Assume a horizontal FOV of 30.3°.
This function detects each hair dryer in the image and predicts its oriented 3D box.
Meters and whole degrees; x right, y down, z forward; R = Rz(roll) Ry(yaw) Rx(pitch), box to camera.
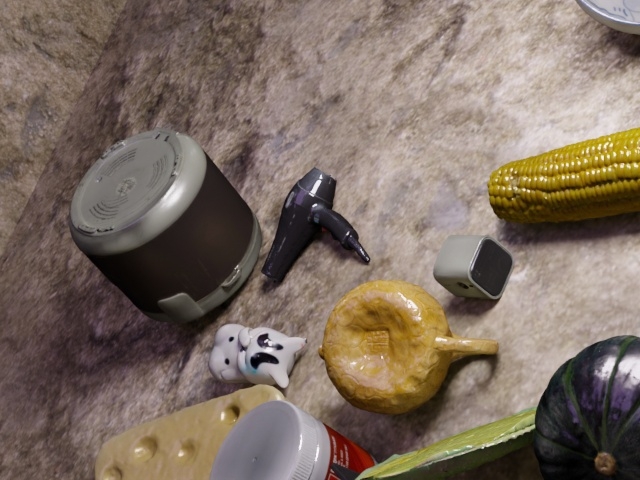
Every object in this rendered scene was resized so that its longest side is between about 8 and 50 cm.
[{"bbox_3d":[0.000,0.000,2.188,0.271,0.091,0.236,32,95,55],"label":"hair dryer"}]

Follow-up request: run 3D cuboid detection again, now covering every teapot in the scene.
[{"bbox_3d":[0.127,0.162,1.797,0.311,0.167,0.203,-5,81,29],"label":"teapot"}]

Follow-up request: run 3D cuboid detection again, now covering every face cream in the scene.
[{"bbox_3d":[-0.034,0.365,1.759,0.201,0.187,0.201,-33,36,29],"label":"face cream"}]

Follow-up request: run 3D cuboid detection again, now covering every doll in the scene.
[{"bbox_3d":[-0.122,0.206,2.109,0.180,0.107,0.110,-6,63,51],"label":"doll"}]

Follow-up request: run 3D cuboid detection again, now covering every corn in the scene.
[{"bbox_3d":[0.393,-0.091,1.717,0.363,0.120,0.120,-8,53,50],"label":"corn"}]

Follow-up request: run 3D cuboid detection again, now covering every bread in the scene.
[{"bbox_3d":[0.185,0.273,1.529,0.301,0.301,0.045,-27,81,35],"label":"bread"}]

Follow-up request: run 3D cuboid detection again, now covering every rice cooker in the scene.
[{"bbox_3d":[-0.305,-0.022,2.369,0.335,0.325,0.335,-20,44,20],"label":"rice cooker"}]

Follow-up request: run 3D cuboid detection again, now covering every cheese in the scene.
[{"bbox_3d":[-0.227,0.413,1.962,0.383,0.104,0.384,-16,52,22],"label":"cheese"}]

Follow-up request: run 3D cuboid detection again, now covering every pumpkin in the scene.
[{"bbox_3d":[0.371,0.233,1.351,0.249,0.216,0.250,-9,73,34],"label":"pumpkin"}]

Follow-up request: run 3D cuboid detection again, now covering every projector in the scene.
[{"bbox_3d":[0.236,0.041,1.823,0.082,0.083,0.083,1,60,53],"label":"projector"}]

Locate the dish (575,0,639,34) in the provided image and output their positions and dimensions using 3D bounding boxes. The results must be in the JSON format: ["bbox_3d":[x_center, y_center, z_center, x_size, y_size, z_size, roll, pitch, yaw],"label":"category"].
[{"bbox_3d":[0.524,-0.422,1.867,0.273,0.134,0.273,-6,66,13],"label":"dish"}]

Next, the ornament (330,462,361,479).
[{"bbox_3d":[0.063,0.446,1.614,0.196,0.153,0.166,-62,31,5],"label":"ornament"}]
